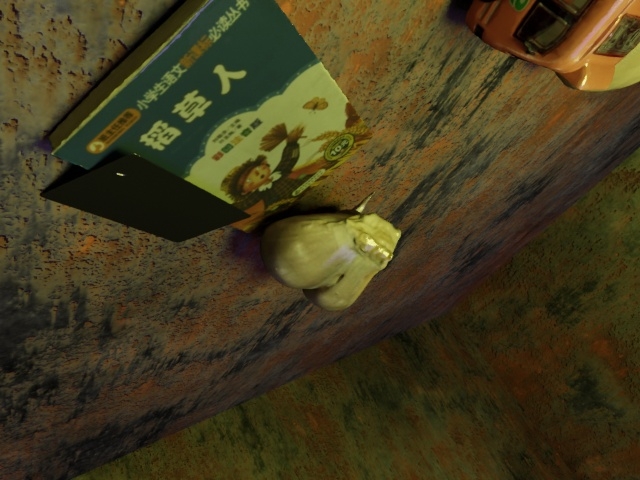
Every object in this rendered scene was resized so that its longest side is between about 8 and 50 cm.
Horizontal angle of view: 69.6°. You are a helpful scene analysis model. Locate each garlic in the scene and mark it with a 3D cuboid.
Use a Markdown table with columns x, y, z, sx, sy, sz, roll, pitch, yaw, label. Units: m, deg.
| x | y | z | sx | sy | sz | roll | pitch | yaw | label |
| --- | --- | --- | --- | --- | --- | --- | --- | --- | --- |
| 0.000 | 0.000 | 0.946 | 0.246 | 0.231 | 0.340 | -62 | -170 | 16 | garlic |

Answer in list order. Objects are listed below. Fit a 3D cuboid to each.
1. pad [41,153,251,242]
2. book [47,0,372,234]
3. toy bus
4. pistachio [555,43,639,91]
| x | y | z | sx | sy | sz | roll | pitch | yaw | label |
| --- | --- | --- | --- | --- | --- | --- | --- | --- | --- |
| -0.235 | -0.051 | 0.675 | 0.160 | 0.009 | 0.265 | -17 | 160 | 19 | pad |
| -0.107 | -0.150 | 0.674 | 0.300 | 0.039 | 0.428 | -38 | 156 | 13 | book |
| 0.401 | -0.417 | 0.581 | 0.203 | 0.233 | 0.427 | -15 | 149 | -37 | toy bus |
| 0.521 | -0.377 | 0.830 | 0.208 | 0.226 | 0.332 | -55 | 173 | 5 | pistachio |
